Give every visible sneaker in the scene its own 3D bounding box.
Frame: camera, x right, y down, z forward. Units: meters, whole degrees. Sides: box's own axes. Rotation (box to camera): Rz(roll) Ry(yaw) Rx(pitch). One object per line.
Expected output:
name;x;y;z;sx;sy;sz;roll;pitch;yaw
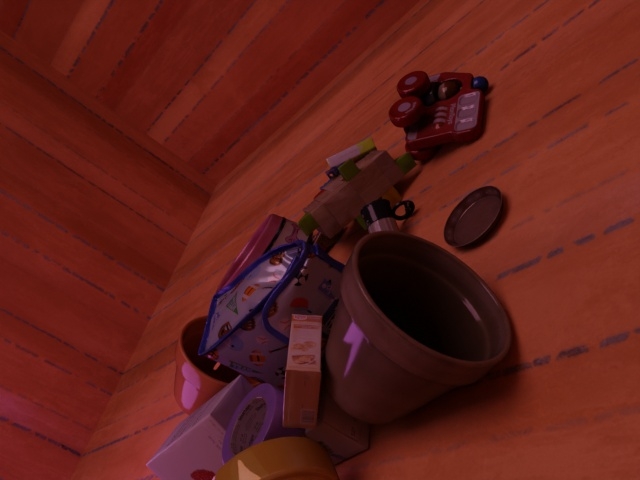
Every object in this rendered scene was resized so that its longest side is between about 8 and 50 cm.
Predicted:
sneaker;0.000;0.000;1.989;0.185;0.069;0.084;-50;22;4

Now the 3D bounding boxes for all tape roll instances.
tape roll;-0.120;0.401;1.271;0.189;0.080;0.189;-45;24;26

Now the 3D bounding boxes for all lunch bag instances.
lunch bag;-0.043;0.191;1.439;0.385;0.328;0.239;-38;31;30

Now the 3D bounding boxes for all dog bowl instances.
dog bowl;-0.201;0.085;2.058;0.408;0.150;0.408;-53;9;13

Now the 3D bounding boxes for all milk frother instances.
milk frother;0.197;-0.035;1.614;0.143;0.129;0.134;-21;67;7

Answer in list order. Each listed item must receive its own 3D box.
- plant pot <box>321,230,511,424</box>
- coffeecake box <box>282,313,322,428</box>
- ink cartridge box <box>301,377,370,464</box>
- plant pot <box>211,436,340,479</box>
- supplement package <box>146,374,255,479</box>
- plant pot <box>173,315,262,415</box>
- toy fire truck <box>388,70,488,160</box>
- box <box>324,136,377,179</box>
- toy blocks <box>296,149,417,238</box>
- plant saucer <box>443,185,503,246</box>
plant pot;0.142;0.188;1.151;0.323;0.323;0.280;-86;22;-54
coffeecake box;-0.034;0.258;1.222;0.185;0.068;0.142;-88;2;-63
ink cartridge box;0.005;0.394;1.306;0.176;0.127;0.128;-39;25;32
plant pot;-0.061;0.533;1.105;0.254;0.254;0.239;-49;36;13
supplement package;-0.265;0.517;1.552;0.293;0.177;0.175;-42;4;29
plant pot;-0.301;0.390;1.781;0.291;0.291;0.203;-97;29;-60
toy fire truck;0.354;-0.379;1.751;0.254;0.169;0.302;-7;47;30
box;0.097;-0.258;1.943;0.178;0.042;0.109;-25;-15;8
toy blocks;0.084;-0.148;1.870;0.381;0.190;0.261;-40;13;-4
plant saucer;0.354;-0.049;1.390;0.168;0.029;0.168;-44;23;24
